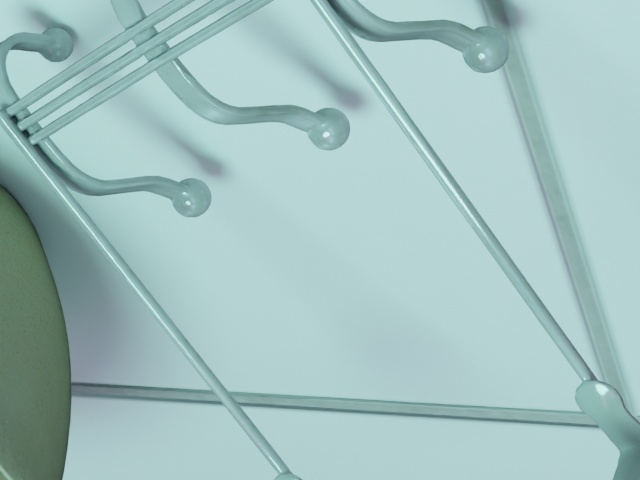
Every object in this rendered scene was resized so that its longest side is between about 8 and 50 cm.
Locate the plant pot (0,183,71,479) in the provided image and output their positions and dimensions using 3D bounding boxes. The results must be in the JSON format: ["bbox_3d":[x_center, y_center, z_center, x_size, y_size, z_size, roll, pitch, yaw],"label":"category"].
[{"bbox_3d":[-0.263,0.052,1.016,0.284,0.191,0.284,12,144,9],"label":"plant pot"}]

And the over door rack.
[{"bbox_3d":[0.000,0.000,0.837,0.239,0.108,0.324,-24,97,44],"label":"over door rack"}]
